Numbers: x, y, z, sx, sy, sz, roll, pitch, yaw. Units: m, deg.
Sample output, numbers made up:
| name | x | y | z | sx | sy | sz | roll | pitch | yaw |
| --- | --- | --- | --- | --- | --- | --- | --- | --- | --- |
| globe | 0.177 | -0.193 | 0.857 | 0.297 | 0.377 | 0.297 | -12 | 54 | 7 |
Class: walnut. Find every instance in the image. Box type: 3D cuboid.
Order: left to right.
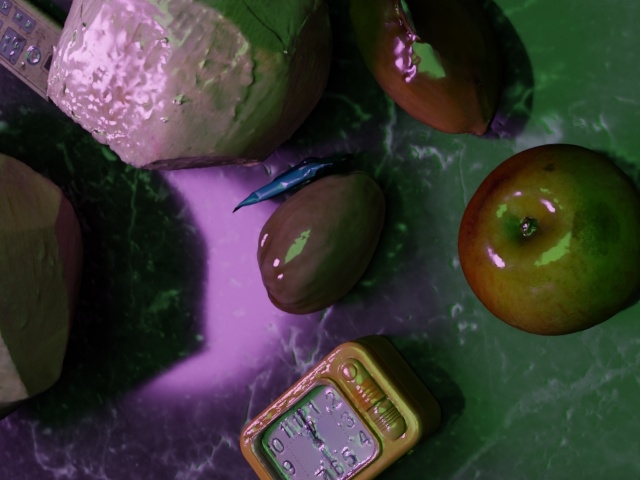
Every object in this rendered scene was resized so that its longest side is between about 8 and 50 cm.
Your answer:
| name | x | y | z | sx | sy | sz | roll | pitch | yaw |
| --- | --- | --- | --- | --- | --- | --- | --- | --- | --- |
| walnut | 0.110 | -0.215 | 1.197 | 0.137 | 0.137 | 0.245 | -38 | 82 | 21 |

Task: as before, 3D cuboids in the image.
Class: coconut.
| name | x | y | z | sx | sy | sz | roll | pitch | yaw |
| --- | --- | --- | --- | --- | --- | --- | --- | --- | --- |
| coconut | -0.468 | 0.064 | 1.353 | 0.415 | 0.344 | 0.416 | 0 | 89 | 27 |
| coconut | -0.128 | -0.225 | 1.221 | 0.297 | 0.297 | 0.255 | 41 | 119 | 18 |

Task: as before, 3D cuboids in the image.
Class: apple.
| name | x | y | z | sx | sy | sz | roll | pitch | yaw |
| --- | --- | --- | --- | --- | --- | --- | --- | --- | --- |
| apple | 0.231 | 0.000 | 1.124 | 0.196 | 0.196 | 0.196 | 1 | 92 | 24 |

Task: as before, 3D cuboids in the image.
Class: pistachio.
| name | x | y | z | sx | sy | sz | roll | pitch | yaw |
| --- | --- | --- | --- | --- | --- | --- | --- | --- | --- |
| pistachio | 0.000 | 0.000 | 1.270 | 0.126 | 0.108 | 0.185 | 33 | 99 | -8 |

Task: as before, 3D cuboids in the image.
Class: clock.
| name | x | y | z | sx | sy | sz | roll | pitch | yaw |
| --- | --- | --- | --- | --- | --- | --- | --- | --- | --- |
| clock | 0.021 | 0.213 | 1.273 | 0.202 | 0.096 | 0.143 | -43 | 78 | 20 |

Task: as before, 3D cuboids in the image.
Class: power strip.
| name | x | y | z | sx | sy | sz | roll | pitch | yaw |
| --- | --- | --- | --- | --- | --- | --- | --- | --- | --- |
| power strip | -0.390 | -0.266 | 1.472 | 0.268 | 0.034 | 0.092 | 38 | 106 | 19 |

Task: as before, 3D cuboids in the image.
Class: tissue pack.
| name | x | y | z | sx | sy | sz | roll | pitch | yaw |
| --- | --- | --- | --- | --- | --- | --- | --- | --- | --- |
| tissue pack | -0.033 | -0.070 | 1.292 | 0.138 | 0.085 | 0.028 | -26 | 93 | 22 |
